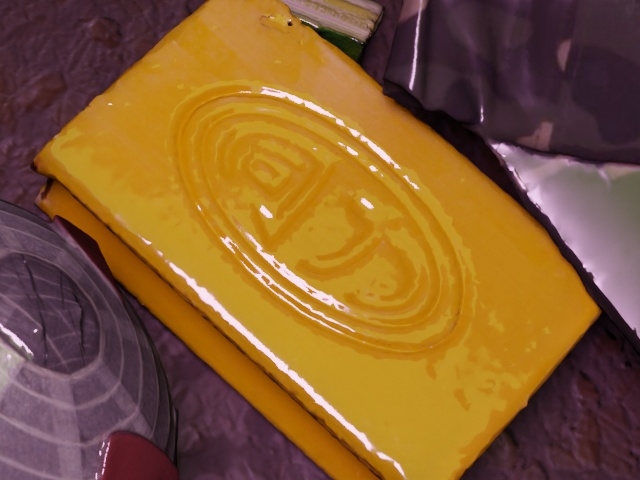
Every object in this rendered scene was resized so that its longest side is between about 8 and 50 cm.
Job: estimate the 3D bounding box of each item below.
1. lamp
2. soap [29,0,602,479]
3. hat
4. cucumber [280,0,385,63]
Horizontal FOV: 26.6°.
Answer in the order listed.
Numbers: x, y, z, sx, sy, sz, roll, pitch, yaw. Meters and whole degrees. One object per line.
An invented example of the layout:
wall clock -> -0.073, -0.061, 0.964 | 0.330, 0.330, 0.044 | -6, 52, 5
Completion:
lamp -> -0.191, 0.092, 0.712 | 0.233, 0.233, 0.265 | -19, 73, -15
soap -> -0.001, 0.000, 0.844 | 0.324, 0.096, 0.204 | 41, 71, 6
hat -> 0.261, -0.094, 0.815 | 0.366, 0.257, 0.382 | -30, 61, -37
cucumber -> -0.015, -0.155, 0.925 | 0.107, 0.035, 0.067 | 22, 39, -1
